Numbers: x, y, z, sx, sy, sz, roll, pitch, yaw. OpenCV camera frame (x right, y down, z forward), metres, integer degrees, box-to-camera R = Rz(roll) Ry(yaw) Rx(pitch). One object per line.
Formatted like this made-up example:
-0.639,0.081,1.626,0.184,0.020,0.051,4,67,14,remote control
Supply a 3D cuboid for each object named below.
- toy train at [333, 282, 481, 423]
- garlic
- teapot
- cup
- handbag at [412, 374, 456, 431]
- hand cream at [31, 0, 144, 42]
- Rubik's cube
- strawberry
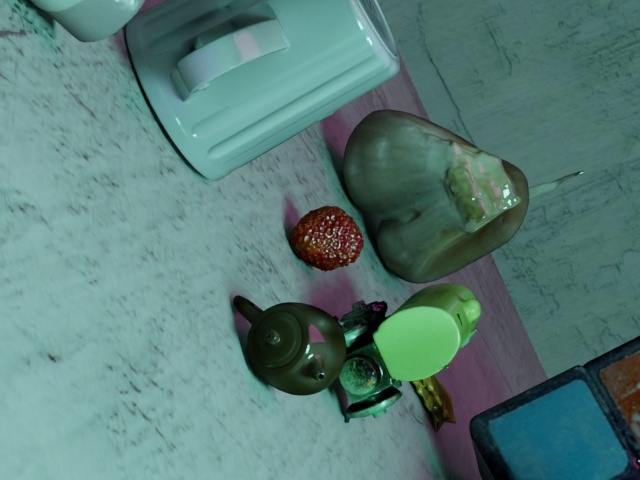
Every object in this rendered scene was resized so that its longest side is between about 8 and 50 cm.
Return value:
0.090,0.098,1.603,0.105,0.157,0.253,65,11,0,toy train
0.162,-0.082,2.126,0.231,0.246,0.340,56,25,9,garlic
-0.030,0.082,1.321,0.121,0.076,0.068,41,6,33,teapot
-0.046,-0.156,1.399,0.167,0.202,0.221,56,14,-30,cup
0.135,0.187,1.966,0.083,0.027,0.061,58,14,-26,handbag
-0.225,-0.241,1.118,0.248,0.083,0.133,43,22,-37,hand cream
0.385,0.326,1.900,0.318,0.316,0.313,62,-4,29,Rubik's cube
0.000,0.000,1.667,0.083,0.073,0.073,-17,81,-42,strawberry
